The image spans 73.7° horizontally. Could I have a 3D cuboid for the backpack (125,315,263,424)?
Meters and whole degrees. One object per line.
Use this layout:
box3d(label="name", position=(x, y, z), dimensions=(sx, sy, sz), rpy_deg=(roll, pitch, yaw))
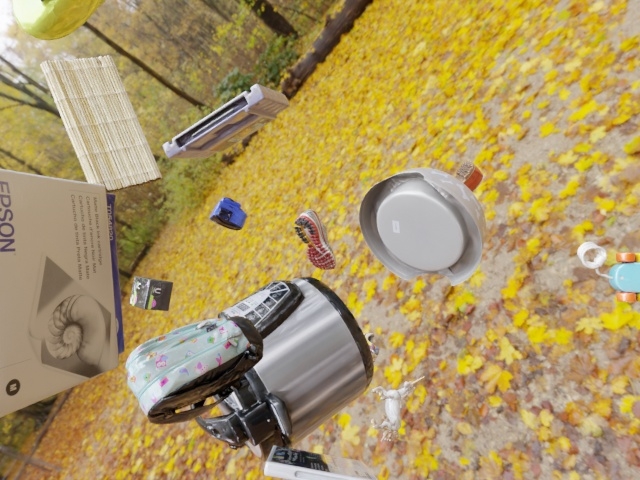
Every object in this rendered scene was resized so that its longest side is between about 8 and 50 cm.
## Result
box3d(label="backpack", position=(-0.193, 0.191, 0.644), dimensions=(0.182, 0.115, 0.152), rpy_deg=(-16, -35, -45))

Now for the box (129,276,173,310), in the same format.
box3d(label="box", position=(-0.349, 0.109, 0.881), dimensions=(0.083, 0.052, 0.062), rpy_deg=(2, 81, 46))

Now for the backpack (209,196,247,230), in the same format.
box3d(label="backpack", position=(-0.327, -0.095, 1.561), dimensions=(0.101, 0.120, 0.098), rpy_deg=(-66, 18, -12))

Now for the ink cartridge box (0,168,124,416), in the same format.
box3d(label="ink cartridge box", position=(-0.277, 0.044, 0.466), dimensions=(0.224, 0.045, 0.223), rpy_deg=(-8, -87, -78))

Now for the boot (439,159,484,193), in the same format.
box3d(label="boot", position=(0.415, -0.150, 1.260), dimensions=(0.158, 0.085, 0.059), rpy_deg=(-52, 35, 19))

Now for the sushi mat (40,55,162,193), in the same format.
box3d(label="sushi mat", position=(-0.489, -0.262, 0.962), dimensions=(0.151, 0.316, 0.019), rpy_deg=(-22, 0, -30))

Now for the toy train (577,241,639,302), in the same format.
box3d(label="toy train", position=(0.389, -0.003, 0.502), dimensions=(0.166, 0.125, 0.046), rpy_deg=(-40, -8, 6))

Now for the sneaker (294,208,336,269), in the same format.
box3d(label="sneaker", position=(0.000, 0.000, 1.362), dimensions=(0.088, 0.225, 0.092), rpy_deg=(-6, 32, 29))

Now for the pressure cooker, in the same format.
box3d(label="pressure cooker", position=(-0.121, 0.330, 1.077), dimensions=(0.420, 0.375, 0.370), rpy_deg=(-28, -28, -25))

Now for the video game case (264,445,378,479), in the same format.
box3d(label="video game case", position=(-0.001, 0.379, 0.711), dimensions=(0.190, 0.173, 0.022), rpy_deg=(98, -178, -71))

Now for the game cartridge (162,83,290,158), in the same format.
box3d(label="game cartridge", position=(-0.279, -0.351, 1.315), dimensions=(0.355, 0.068, 0.230), rpy_deg=(-26, -1, 19))

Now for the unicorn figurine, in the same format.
box3d(label="unicorn figurine", position=(0.171, 0.383, 1.000), dimensions=(0.060, 0.111, 0.162), rpy_deg=(-5, 65, 53))

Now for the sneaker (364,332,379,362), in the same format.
box3d(label="sneaker", position=(0.159, 0.392, 1.431), dimensions=(0.084, 0.069, 0.185), rpy_deg=(-21, 44, 13))

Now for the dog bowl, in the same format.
box3d(label="dog bowl", position=(0.277, -0.039, 1.153), dimensions=(0.102, 0.349, 0.349), rpy_deg=(-42, 9, -38))

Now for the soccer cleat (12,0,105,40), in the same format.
box3d(label="soccer cleat", position=(-0.181, -0.299, 0.398), dimensions=(0.121, 0.093, 0.289), rpy_deg=(44, -117, -68))
